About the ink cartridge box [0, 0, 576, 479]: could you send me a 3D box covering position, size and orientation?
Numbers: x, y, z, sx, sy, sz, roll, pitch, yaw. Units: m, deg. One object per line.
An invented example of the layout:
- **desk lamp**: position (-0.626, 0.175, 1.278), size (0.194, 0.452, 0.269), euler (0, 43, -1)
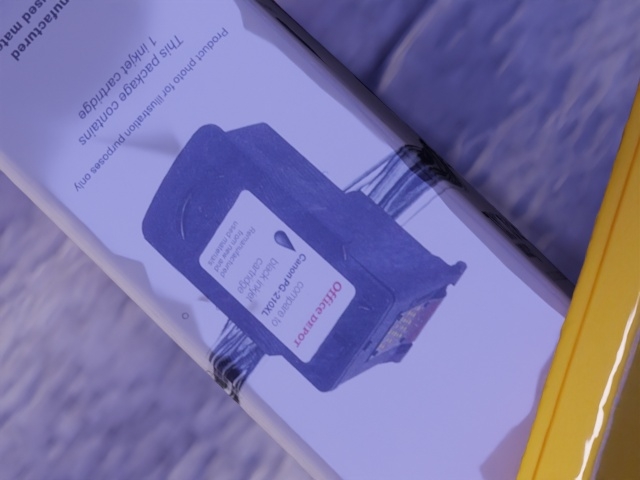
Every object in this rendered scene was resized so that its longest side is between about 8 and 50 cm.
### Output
- **ink cartridge box**: position (0.000, 0.000, 0.687), size (0.237, 0.172, 0.100), euler (44, 96, 7)

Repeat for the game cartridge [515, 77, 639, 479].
- **game cartridge**: position (0.215, 0.065, 0.620), size (0.324, 0.053, 0.285), euler (16, 93, -24)
